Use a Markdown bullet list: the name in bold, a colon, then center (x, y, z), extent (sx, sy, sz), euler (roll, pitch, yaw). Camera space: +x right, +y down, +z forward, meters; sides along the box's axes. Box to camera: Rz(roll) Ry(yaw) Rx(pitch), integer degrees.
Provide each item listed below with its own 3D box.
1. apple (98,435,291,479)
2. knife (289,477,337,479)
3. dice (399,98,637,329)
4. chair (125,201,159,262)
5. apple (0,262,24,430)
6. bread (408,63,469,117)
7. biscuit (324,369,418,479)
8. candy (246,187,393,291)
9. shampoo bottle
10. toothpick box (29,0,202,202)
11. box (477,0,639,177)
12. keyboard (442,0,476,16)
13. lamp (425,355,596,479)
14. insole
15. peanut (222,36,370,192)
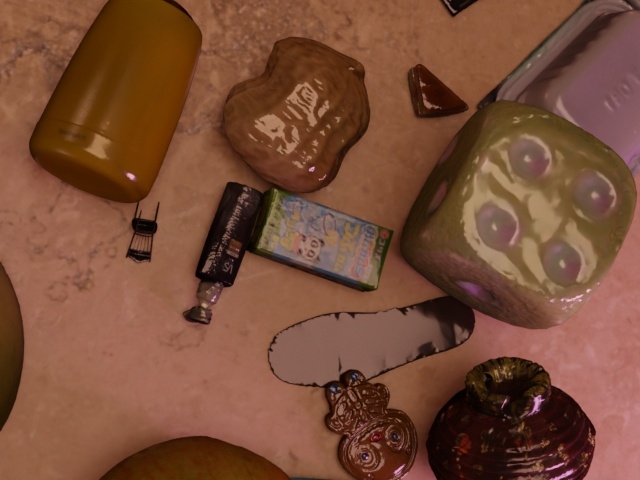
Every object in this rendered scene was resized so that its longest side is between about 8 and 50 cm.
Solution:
- **apple**: center (-0.160, 0.420, 1.503), extent (0.339, 0.339, 0.339), euler (2, 83, -14)
- **knife**: center (0.014, 0.373, 1.693), extent (0.222, 0.031, 0.064), euler (7, 104, -16)
- **dice**: center (0.277, -0.032, 1.693), extent (0.252, 0.254, 0.250), euler (31, 77, -8)
- **chair**: center (-0.250, -0.015, 1.670), extent (0.037, 0.042, 0.086), euler (11, 117, -12)
- **apple**: center (-0.572, 0.145, 1.538), extent (0.320, 0.311, 0.360), euler (-24, 88, 28)
- **bread**: center (0.169, -0.213, 1.795), extent (0.109, 0.043, 0.062), euler (37, 74, -9)
- **biscuit**: center (0.071, 0.276, 1.718), extent (0.124, 0.026, 0.175), euler (-32, 94, -15)
- **candy**: center (0.000, 0.000, 1.717), extent (0.194, 0.062, 0.097), euler (19, 78, -13)
- **shampoo bottle**: center (-0.142, 0.020, 1.680), extent (0.057, 0.063, 0.208), euler (25, 76, -21)
- **toothpick box**: center (-0.269, -0.203, 1.616), extent (0.175, 0.175, 0.271), euler (24, 75, -11)
- **box**: center (0.453, -0.230, 1.840), extent (0.264, 0.106, 0.337), euler (46, 74, -5)
- **keyboard**: center (0.282, -0.450, 1.867), extent (0.250, 0.017, 0.087), euler (-36, 92, -16)
- **lamp**: center (0.270, 0.284, 1.668), extent (0.247, 0.247, 0.247), euler (2, 83, -14)
- **insole**: center (0.080, 0.149, 1.749), extent (0.328, 0.007, 0.111), euler (-12, 89, -15)
- **peanut**: center (-0.026, -0.188, 1.708), extent (0.197, 0.110, 0.233), euler (40, 77, -7)
